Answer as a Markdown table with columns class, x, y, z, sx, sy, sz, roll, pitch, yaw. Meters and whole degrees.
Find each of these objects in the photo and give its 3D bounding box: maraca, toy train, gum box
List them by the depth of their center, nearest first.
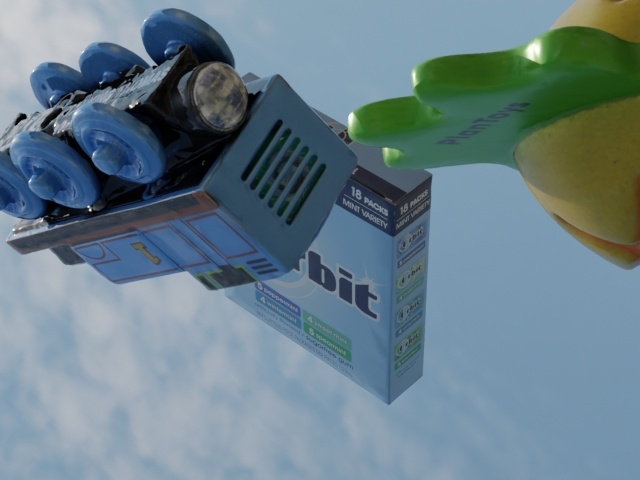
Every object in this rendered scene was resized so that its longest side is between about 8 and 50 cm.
| class | x | y | z | sx | sy | sz | roll | pitch | yaw |
| --- | --- | --- | --- | --- | --- | --- | --- | --- | --- |
| maraca | 0.101 | -0.035 | 0.458 | 0.185 | 0.127 | 0.099 | 0 | -105 | -22 |
| toy train | -0.074 | -0.028 | 0.689 | 0.105 | 0.184 | 0.080 | 46 | -122 | -22 |
| gum box | 0.000 | 0.000 | 1.083 | 0.157 | 0.184 | 0.041 | 32 | -127 | 30 |
